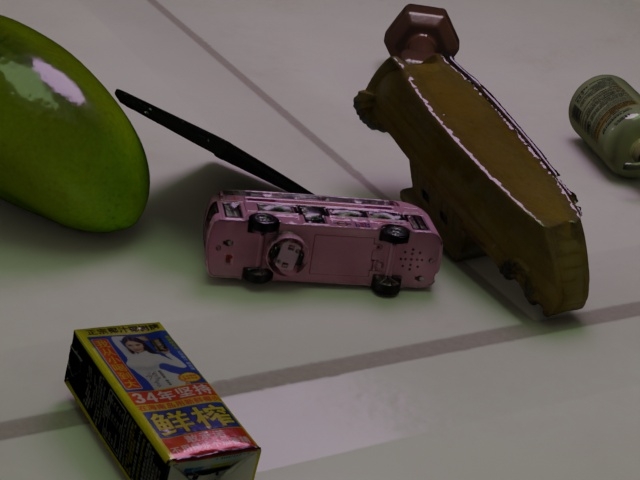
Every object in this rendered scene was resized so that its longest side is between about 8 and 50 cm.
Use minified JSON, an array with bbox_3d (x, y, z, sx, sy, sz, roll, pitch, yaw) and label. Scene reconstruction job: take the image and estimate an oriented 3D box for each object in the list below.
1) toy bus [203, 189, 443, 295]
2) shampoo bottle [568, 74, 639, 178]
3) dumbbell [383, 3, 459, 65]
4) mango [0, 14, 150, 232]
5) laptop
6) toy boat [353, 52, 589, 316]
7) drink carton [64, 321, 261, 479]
[{"bbox_3d":[0.000,0.000,1.192,0.203,0.063,0.090,4,24,-12],"label":"toy bus"},{"bbox_3d":[0.328,-0.114,1.476,0.079,0.079,0.162,0,28,-15],"label":"shampoo bottle"},{"bbox_3d":[0.115,-0.202,1.589,0.082,0.092,0.231,33,24,-11],"label":"dumbbell"},{"bbox_3d":[-0.269,-0.112,1.220,0.273,0.149,0.185,31,-8,35],"label":"mango"},{"bbox_3d":[-0.093,-0.083,1.267,0.135,0.016,0.197,28,0,28],"label":"laptop"},{"bbox_3d":[0.137,-0.048,1.259,0.089,0.121,0.321,-9,45,-30],"label":"toy boat"},{"bbox_3d":[-0.111,0.119,0.939,0.071,0.056,0.165,0,27,-33],"label":"drink carton"}]
